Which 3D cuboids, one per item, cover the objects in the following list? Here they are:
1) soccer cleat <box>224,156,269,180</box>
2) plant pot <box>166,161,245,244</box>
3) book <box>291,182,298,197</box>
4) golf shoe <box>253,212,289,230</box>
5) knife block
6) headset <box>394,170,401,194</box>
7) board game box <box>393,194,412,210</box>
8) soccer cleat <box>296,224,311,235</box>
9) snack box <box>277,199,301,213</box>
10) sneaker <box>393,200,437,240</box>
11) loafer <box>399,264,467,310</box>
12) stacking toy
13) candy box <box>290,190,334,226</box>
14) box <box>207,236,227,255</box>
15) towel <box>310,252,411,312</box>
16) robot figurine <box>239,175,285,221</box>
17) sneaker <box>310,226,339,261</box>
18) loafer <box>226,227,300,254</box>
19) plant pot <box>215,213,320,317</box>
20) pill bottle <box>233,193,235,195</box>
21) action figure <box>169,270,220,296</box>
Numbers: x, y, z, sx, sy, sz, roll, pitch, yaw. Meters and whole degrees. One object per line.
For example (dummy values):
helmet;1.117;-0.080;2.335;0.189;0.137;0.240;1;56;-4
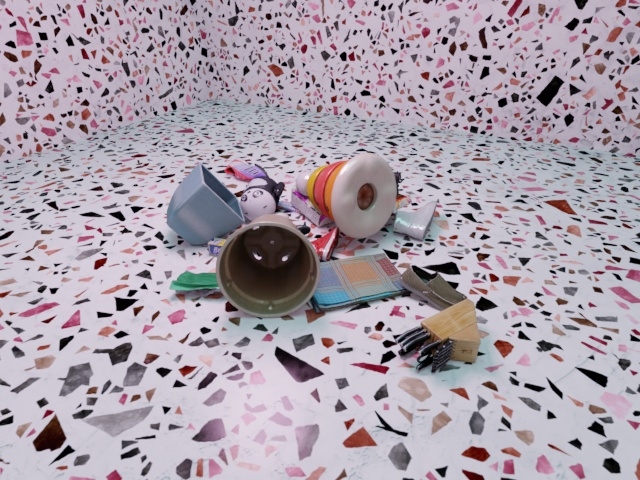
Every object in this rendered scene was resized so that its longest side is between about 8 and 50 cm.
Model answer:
soccer cleat;-0.406;-0.371;2.445;0.318;0.108;0.116;29;61;36
plant pot;-0.507;-0.128;1.853;0.252;0.247;0.247;-39;34;7
book;-0.111;-0.250;2.226;0.035;0.096;0.144;8;31;13
golf shoe;-0.213;-0.071;1.936;0.176;0.069;0.086;-21;22;-17
knife block;0.351;0.280;1.336;0.243;0.088;0.275;7;32;10
headset;0.204;-0.290;2.161;0.395;0.185;0.243;11;2;-13
board game box;0.309;-0.146;2.032;0.194;0.045;0.147;-23;0;-36
soccer cleat;-0.130;-0.027;1.892;0.179;0.060;0.072;-6;40;1
snack box;-0.127;-0.163;2.149;0.179;0.022;0.064;13;34;20
sneaker;0.425;-0.116;1.997;0.169;0.108;0.292;17;35;20
loafer;0.396;0.163;1.513;0.251;0.087;0.094;25;37;15
stacking toy;0.060;-0.219;1.922;0.351;0.350;0.480;-22;25;-33
candy box;-0.011;-0.166;2.077;0.159;0.071;0.233;-19;44;-33
box;-0.366;0.035;1.771;0.169;0.059;0.054;9;30;15
towel;0.119;0.141;1.620;0.371;0.040;0.271;-9;32;-16
robot figurine;-0.281;-0.201;2.059;0.174;0.209;0.278;22;29;-8
sneaker;0.000;0.000;1.814;0.128;0.086;0.221;9;30;12
loafer;-0.230;-0.015;1.806;0.320;0.111;0.112;3;31;5
plant pot;-0.177;0.051;1.537;0.335;0.333;0.305;-2;20;-4
pill bottle;-0.498;-0.210;2.144;0.103;0.103;0.184;-25;39;-36
action figure;-0.399;0.155;1.562;0.233;0.063;0.137;2;28;9
